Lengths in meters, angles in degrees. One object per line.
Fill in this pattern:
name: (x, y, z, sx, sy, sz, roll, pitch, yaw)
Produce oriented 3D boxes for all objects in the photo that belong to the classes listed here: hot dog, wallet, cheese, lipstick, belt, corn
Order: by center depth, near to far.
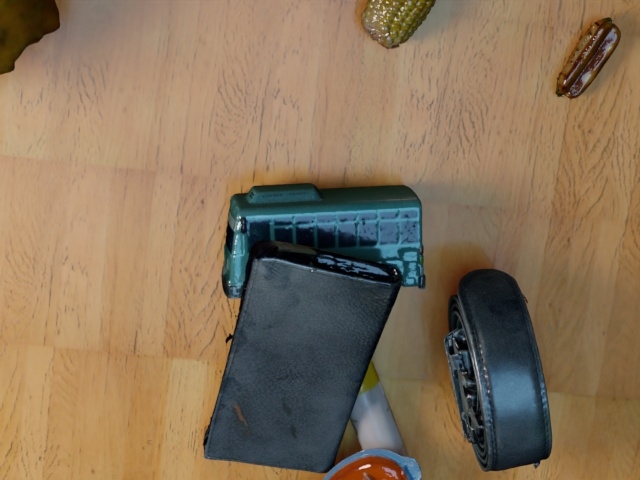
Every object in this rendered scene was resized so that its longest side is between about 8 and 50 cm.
corn: (0.152, -0.386, 1.736, 0.097, 0.097, 0.319, 30, 100, -12)
wallet: (-0.030, 0.159, 1.776, 0.191, 0.046, 0.379, 9, 130, -9)
belt: (0.226, 0.169, 1.809, 0.116, 0.206, 0.267, -11, 92, -3)
hot dog: (0.349, -0.239, 1.820, 0.049, 0.037, 0.122, 31, 103, -24)
cheese: (0.024, 0.350, 1.882, 0.256, 0.037, 0.106, -23, 102, 20)
lipstick: (0.078, 0.263, 1.889, 0.059, 0.059, 0.263, -21, 104, -1)

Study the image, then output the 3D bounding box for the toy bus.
toy bus: (0.000, 0.000, 1.786, 0.256, 0.128, 0.147, -2, 103, -7)

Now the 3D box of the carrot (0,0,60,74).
carrot: (-0.449, -0.323, 1.603, 0.242, 0.241, 0.340, -20, 106, -2)
